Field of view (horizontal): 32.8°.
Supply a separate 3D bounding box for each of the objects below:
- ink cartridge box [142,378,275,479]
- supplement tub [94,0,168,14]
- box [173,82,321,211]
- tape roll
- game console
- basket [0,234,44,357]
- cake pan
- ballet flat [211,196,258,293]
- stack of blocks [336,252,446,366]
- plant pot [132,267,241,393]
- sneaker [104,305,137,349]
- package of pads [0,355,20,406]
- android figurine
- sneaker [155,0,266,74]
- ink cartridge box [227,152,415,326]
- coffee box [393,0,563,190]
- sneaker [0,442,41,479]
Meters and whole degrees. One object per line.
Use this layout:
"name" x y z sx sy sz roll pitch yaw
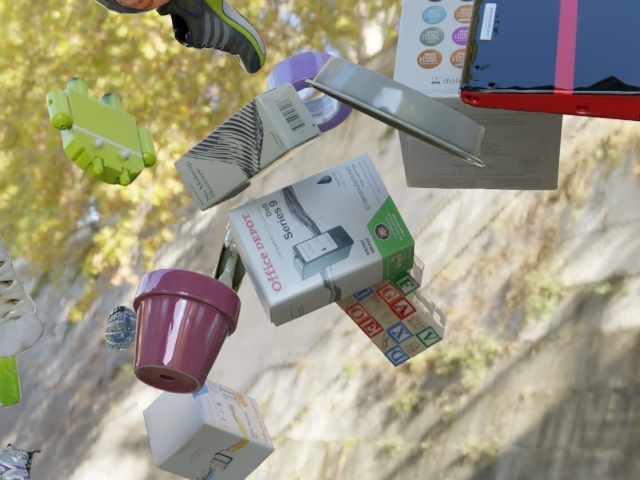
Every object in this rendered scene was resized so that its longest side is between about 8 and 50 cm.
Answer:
"ink cartridge box" -0.258 0.444 2.515 0.232 0.168 0.171 31 22 -40
"supplement tub" -0.364 -0.513 1.948 0.193 0.194 0.316 28 4 -34
"box" -0.132 -0.160 1.903 0.275 0.094 0.113 -33 -91 44
"tape roll" -0.023 -0.327 2.426 0.188 0.080 0.189 -7 -36 -5
"game console" 0.415 -0.336 1.784 0.341 0.387 0.060 3 -44 13
"basket" -0.574 0.030 1.398 0.331 0.267 0.328 -22 23 -20
"cake pan" 0.119 -0.194 1.601 0.293 0.054 0.293 25 6 -3
"ballet flat" -0.173 0.032 2.235 0.086 0.249 0.086 17 18 -6
"stack of blocks" 0.131 0.097 2.224 0.171 0.087 0.297 -34 -73 27
"plant pot" -0.259 0.176 2.003 0.201 0.180 0.201 8 -29 5
"sneaker" -0.400 0.210 2.591 0.297 0.111 0.129 -10 -21 38
"package of pads" -0.723 0.209 2.384 0.101 0.297 0.229 -6 -1 -16
"android figurine" -0.439 -0.213 2.184 0.248 0.273 0.056 25 -57 -38
"sneaker" -0.219 -0.413 2.119 0.111 0.121 0.300 34 -7 45
"ink cartridge box" 0.000 0.000 1.993 0.289 0.211 0.121 -24 -21 -7
"coffee box" 0.346 -0.336 2.305 0.337 0.334 0.338 2 -30 12
"sneaker" -0.413 0.322 1.523 0.098 0.069 0.038 40 -32 8
